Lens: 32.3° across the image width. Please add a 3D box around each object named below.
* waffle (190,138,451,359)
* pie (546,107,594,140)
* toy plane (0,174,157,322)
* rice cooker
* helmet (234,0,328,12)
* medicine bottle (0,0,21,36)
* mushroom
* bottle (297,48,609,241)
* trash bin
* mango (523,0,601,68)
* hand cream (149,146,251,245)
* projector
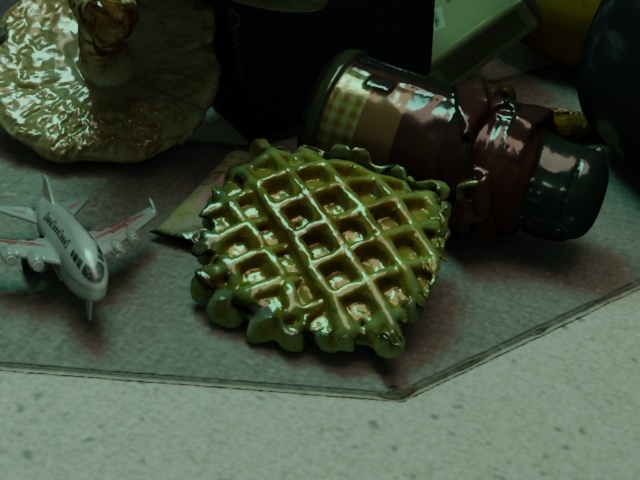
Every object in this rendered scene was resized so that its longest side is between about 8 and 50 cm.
[{"bbox_3d":[0.000,0.000,0.891,0.208,0.054,0.214,15,51,11],"label":"waffle"},{"bbox_3d":[0.234,-0.128,1.201,0.191,0.033,0.088,-4,21,-30],"label":"pie"},{"bbox_3d":[-0.199,0.004,0.872,0.162,0.065,0.171,-9,37,-25],"label":"toy plane"},{"bbox_3d":[0.396,-0.171,1.093,0.267,0.267,0.224,-5,41,-18],"label":"rice cooker"},{"bbox_3d":[-0.092,-0.309,0.982,0.257,0.137,0.204,29,27,29],"label":"helmet"},{"bbox_3d":[-0.422,-0.386,1.317,0.219,0.219,0.388,2,31,-7],"label":"medicine bottle"},{"bbox_3d":[-0.178,-0.200,1.013,0.208,0.302,0.233,2,70,-34],"label":"mushroom"},{"bbox_3d":[0.120,-0.075,0.993,0.271,0.143,0.156,20,68,19],"label":"bottle"},{"bbox_3d":[0.001,-0.221,1.149,0.225,0.165,0.115,-19,40,-22],"label":"trash bin"},{"bbox_3d":[0.411,-0.308,1.348,0.446,0.232,0.300,12,33,20],"label":"mango"},{"bbox_3d":[-0.094,-0.038,0.993,0.061,0.039,0.143,17,38,12],"label":"hand cream"},{"bbox_3d":[0.130,-0.297,1.324,0.193,0.088,0.269,-35,50,14],"label":"projector"}]
